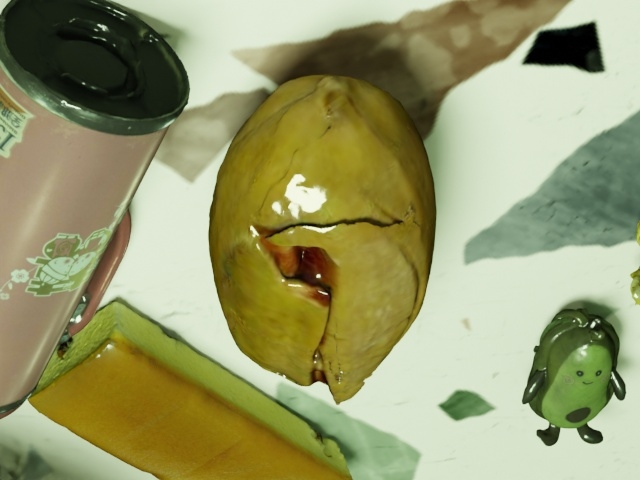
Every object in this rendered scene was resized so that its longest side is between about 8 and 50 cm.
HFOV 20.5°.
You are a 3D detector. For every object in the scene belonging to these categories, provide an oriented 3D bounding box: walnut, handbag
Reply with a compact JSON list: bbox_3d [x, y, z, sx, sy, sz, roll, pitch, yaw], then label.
[{"bbox_3d":[0.000,0.000,1.039,0.137,0.137,0.245,-1,141,-7],"label":"walnut"},{"bbox_3d":[0.171,0.087,1.189,0.072,0.047,0.111,-2,134,-7],"label":"handbag"}]

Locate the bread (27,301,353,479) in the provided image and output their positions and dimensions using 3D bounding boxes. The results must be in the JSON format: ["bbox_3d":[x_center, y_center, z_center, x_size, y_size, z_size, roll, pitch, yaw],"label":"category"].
[{"bbox_3d":[-0.084,0.125,1.186,0.088,0.049,0.226,-37,127,23],"label":"bread"}]

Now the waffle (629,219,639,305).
[{"bbox_3d":[0.327,-0.016,1.119,0.254,0.052,0.245,16,125,-22],"label":"waffle"}]

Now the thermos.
[{"bbox_3d":[-0.186,0.010,1.044,0.109,0.136,0.330,33,124,2],"label":"thermos"}]
